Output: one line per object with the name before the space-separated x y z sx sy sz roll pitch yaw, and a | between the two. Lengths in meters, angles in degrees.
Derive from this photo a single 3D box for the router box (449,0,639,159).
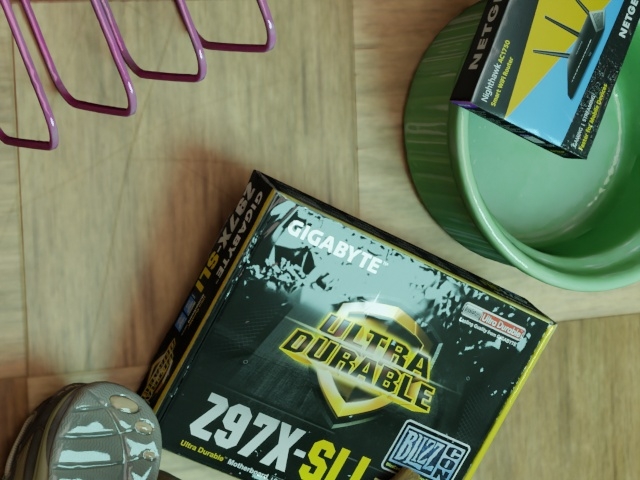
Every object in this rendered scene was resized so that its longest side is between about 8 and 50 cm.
router box | 0.207 -0.178 1.608 0.133 0.046 0.179 23 84 -25

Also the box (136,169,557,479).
box | 0.021 0.117 1.662 0.322 0.079 0.257 26 99 -25

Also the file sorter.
file sorter | -0.213 -0.188 1.489 0.291 0.202 0.182 -27 106 -21

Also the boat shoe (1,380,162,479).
boat shoe | -0.238 0.294 1.557 0.132 0.130 0.355 25 78 -28

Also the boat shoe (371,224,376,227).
boat shoe | 0.000 0.000 1.687 0.152 0.049 0.056 0 94 -25

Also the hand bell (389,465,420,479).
hand bell | 0.025 0.313 1.631 0.126 0.126 0.242 38 74 -23

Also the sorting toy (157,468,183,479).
sorting toy | -0.113 0.349 1.550 0.089 0.255 0.257 21 85 -28

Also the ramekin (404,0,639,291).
ramekin | 0.228 -0.107 1.732 0.303 0.148 0.303 -2 95 -25
